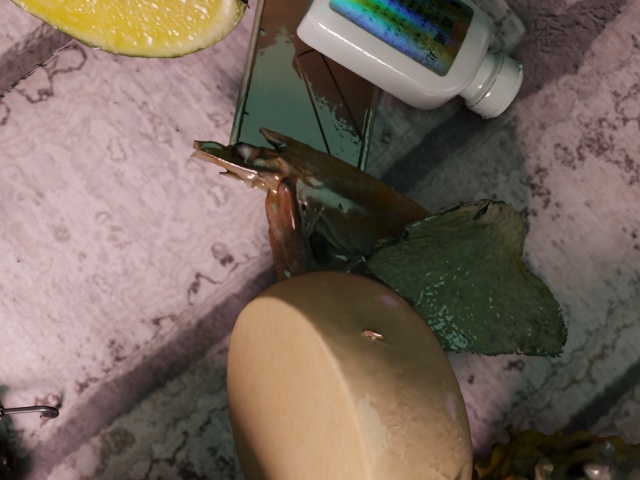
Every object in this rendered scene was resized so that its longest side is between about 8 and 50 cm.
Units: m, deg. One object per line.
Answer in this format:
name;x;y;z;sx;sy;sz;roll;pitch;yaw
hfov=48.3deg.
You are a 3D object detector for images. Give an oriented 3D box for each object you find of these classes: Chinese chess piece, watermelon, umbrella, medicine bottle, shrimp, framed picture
Chinese chess piece;0.013;0.160;0.623;0.102;0.273;0.273;-9;86;-31
watermelon;-0.213;-0.265;0.703;0.301;0.129;0.123;20;78;-5
umbrella;-0.397;0.171;0.703;0.269;0.044;0.044;-2;55;-5
medicine bottle;0.100;-0.208;0.737;0.229;0.083;0.121;28;73;-11
shrimp;0.000;0.000;0.727;0.317;0.077;0.168;29;84;-8
framed picture;-0.008;-0.178;0.771;0.150;0.015;0.203;10;84;-4

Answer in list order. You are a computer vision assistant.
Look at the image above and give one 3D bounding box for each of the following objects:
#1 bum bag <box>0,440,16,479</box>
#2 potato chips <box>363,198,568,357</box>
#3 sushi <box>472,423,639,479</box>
bum bag;-0.454;0.276;0.665;0.340;0.095;0.144;-4;79;-10
potato chips;0.161;0.046;0.716;0.167;0.059;0.228;-43;115;-11
sushi;0.243;0.359;0.583;0.351;0.240;0.396;26;53;5
